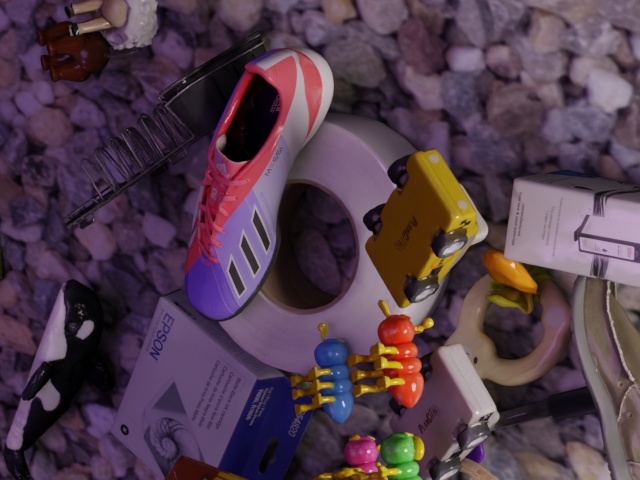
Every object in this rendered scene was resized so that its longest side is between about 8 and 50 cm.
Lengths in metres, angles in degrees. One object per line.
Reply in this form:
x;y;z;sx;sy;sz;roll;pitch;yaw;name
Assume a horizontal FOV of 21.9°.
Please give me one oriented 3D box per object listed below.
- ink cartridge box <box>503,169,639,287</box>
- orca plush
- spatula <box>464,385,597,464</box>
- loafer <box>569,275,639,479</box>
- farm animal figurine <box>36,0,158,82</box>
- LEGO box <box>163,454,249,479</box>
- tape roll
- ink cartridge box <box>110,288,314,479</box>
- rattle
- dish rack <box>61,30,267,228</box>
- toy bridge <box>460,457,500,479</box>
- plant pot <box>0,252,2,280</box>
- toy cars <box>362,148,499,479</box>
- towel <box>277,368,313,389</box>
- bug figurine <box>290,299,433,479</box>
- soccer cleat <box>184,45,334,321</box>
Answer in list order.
0.303;-0.009;1.620;0.203;0.148;0.086;12;101;28;ink cartridge box
-0.309;0.181;2.033;0.102;0.151;0.287;21;106;-6;orca plush
0.221;0.184;1.762;0.296;0.030;0.084;-18;85;31;spatula
0.313;0.143;1.644;0.087;0.094;0.251;-17;82;17;loafer
-0.249;-0.359;1.874;0.327;0.172;0.330;165;91;-72;farm animal figurine
0.064;0.455;1.665;0.500;0.372;0.193;16;60;32;LEGO box
0.000;0.000;1.826;0.286;0.100;0.286;5;99;30;tape roll
-0.131;0.207;1.938;0.224;0.045;0.223;37;124;22;ink cartridge box
0.161;0.110;1.711;0.199;0.143;0.130;-41;79;15;rattle
-0.179;-0.117;1.861;0.271;0.208;0.074;-33;94;31;dish rack
0.164;0.270;1.790;0.188;0.026;0.063;36;135;16;toy bridge
-0.565;-0.032;2.090;0.227;0.207;0.228;-9;91;31;plant pot
0.127;0.077;1.650;0.176;0.087;0.394;31;135;55;toy cars
-0.080;0.148;1.935;0.148;0.027;0.110;45;117;17;towel
0.050;0.177;1.656;0.279;0.072;0.216;153;111;-69;bug figurine
-0.088;-0.056;1.743;0.108;0.116;0.318;31;111;23;soccer cleat
